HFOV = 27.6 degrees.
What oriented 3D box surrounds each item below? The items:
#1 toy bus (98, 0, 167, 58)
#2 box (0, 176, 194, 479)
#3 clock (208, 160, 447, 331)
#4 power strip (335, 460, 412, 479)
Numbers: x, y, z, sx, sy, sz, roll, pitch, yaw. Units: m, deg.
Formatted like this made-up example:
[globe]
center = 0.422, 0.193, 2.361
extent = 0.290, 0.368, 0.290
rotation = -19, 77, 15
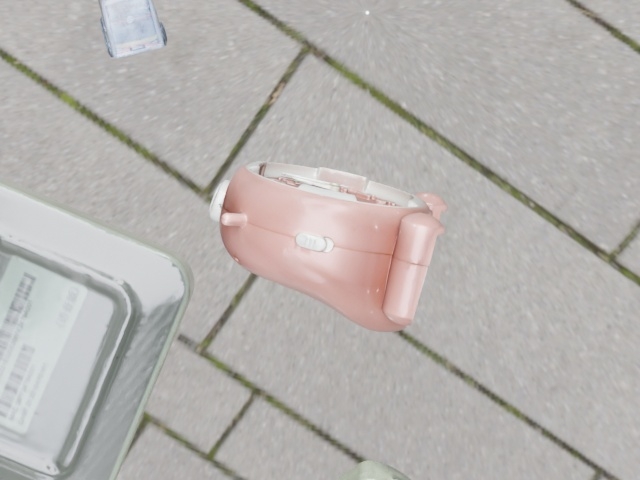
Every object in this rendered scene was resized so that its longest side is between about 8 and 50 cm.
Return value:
[toy bus]
center = -0.204, -0.246, 1.382
extent = 0.064, 0.190, 0.075
rotation = -13, 112, -7
[box]
center = -0.383, 0.125, 1.609
extent = 0.373, 0.090, 0.367
rotation = 22, 96, -1
[clock]
center = 0.000, 0.000, 1.365
extent = 0.241, 0.227, 0.142
rotation = 16, 100, 3
[power strip]
center = 0.017, 0.307, 1.426
extent = 0.080, 0.029, 0.227
rotation = 33, 128, -23
